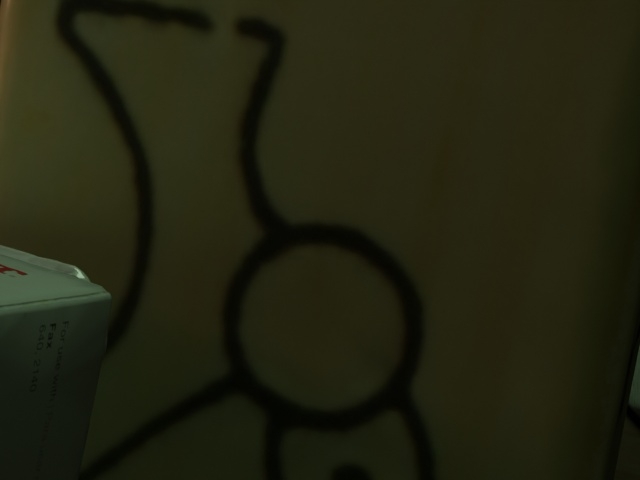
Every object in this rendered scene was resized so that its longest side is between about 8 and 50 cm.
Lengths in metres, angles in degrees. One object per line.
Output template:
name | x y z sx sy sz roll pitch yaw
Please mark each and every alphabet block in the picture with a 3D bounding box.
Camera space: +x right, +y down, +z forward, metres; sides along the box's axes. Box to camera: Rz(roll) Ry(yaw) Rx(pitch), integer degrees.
alphabet block | 0.011 -0.014 0.593 0.192 0.197 0.193 13 9 12

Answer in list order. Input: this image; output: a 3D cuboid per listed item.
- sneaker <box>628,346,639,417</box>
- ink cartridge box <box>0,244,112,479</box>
sneaker | 0.187 0.060 0.787 0.094 0.080 0.212 21 14 -8
ink cartridge box | -0.158 0.036 0.433 0.139 0.082 0.190 14 8 25
